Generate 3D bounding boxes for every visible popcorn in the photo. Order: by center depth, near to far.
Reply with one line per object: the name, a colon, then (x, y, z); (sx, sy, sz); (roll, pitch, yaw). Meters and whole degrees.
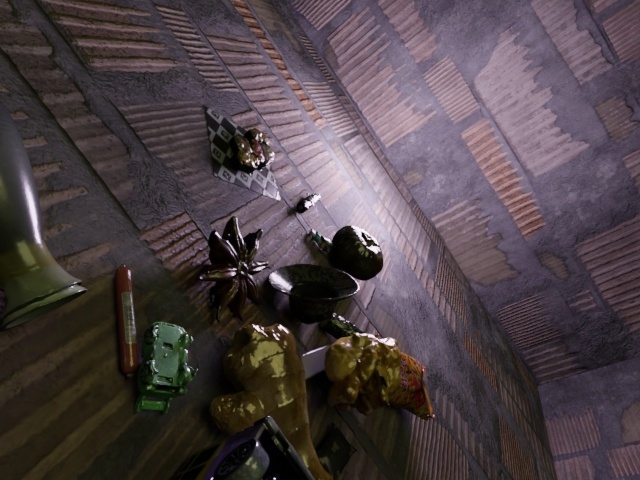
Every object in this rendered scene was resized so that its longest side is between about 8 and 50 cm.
popcorn: (0.107, 0.346, 1.098); (0.253, 0.191, 0.190); (-36, 107, -53)

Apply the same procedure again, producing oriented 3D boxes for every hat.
hat: (-0.020, 0.166, 1.157); (0.265, 0.265, 0.129); (-33, 127, -62)

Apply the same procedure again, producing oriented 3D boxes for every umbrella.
umbrella: (-0.043, -0.149, 1.534); (0.188, 0.046, 0.050); (-45, 122, -62)

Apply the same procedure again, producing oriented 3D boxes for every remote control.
remote control: (-0.029, 0.336, 1.105); (0.260, 0.029, 0.067); (1, 70, -56)

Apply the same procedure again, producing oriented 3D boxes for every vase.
vase: (-0.484, -0.036, 0.603); (0.321, 0.173, 0.173); (63, 27, -5)

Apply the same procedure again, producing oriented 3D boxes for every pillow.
pillow: (0.030, 0.524, 0.991); (0.091, 0.048, 0.150); (62, 30, 1)

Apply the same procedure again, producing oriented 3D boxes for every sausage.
sausage: (-0.360, 0.143, 0.752); (0.029, 0.029, 0.223); (18, 48, -51)

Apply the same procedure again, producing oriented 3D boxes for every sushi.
sushi: (-0.240, -0.297, 1.350); (0.292, 0.059, 0.294); (18, 48, -50)

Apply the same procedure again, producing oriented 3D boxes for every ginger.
ginger: (-0.094, 0.358, 0.839); (0.236, 0.166, 0.376); (26, 35, -59)

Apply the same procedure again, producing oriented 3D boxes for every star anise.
star anise: (-0.223, 0.073, 0.992); (0.272, 0.102, 0.272); (-1, 91, -62)

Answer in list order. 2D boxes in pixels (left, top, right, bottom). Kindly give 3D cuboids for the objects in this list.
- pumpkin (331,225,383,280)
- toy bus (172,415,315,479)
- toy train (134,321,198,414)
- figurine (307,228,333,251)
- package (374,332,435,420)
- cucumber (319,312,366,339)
pumpkin: (0.144, 0.044, 1.533); (0.223, 0.157, 0.224); (37, 26, -21)
toy bus: (-0.171, 0.470, 0.507); (0.209, 0.249, 0.440); (57, 22, -4)
toy train: (-0.289, 0.228, 0.742); (0.099, 0.081, 0.149); (27, 36, -44)
figurine: (0.000, 0.000, 1.466); (0.106, 0.047, 0.060); (40, -3, -19)
package: (0.262, 0.468, 1.362); (0.288, 0.108, 0.224); (31, 39, -22)
cucumber: (0.128, 0.322, 1.269); (0.293, 0.067, 0.068); (36, 33, -11)
